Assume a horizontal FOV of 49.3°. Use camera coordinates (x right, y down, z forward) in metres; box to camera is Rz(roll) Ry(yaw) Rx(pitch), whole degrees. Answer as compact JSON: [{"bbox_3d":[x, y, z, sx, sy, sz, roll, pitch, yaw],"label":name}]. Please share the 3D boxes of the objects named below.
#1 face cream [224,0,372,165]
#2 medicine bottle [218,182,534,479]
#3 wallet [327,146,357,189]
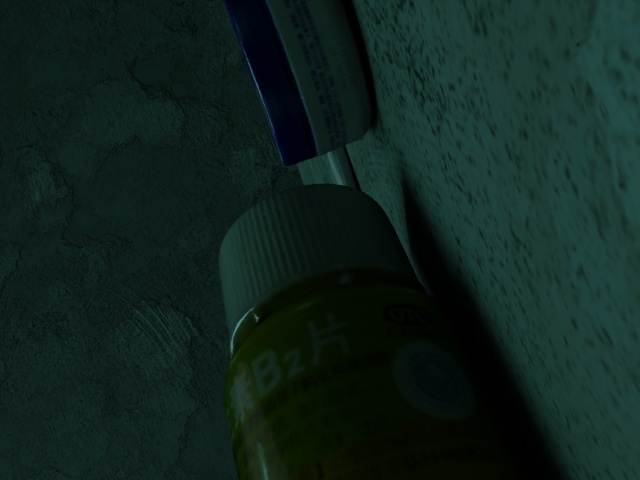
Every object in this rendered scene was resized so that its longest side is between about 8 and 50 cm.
[{"bbox_3d":[-0.023,-0.190,0.734,0.206,0.111,0.206,162,90,-89],"label":"face cream"},{"bbox_3d":[0.032,0.144,0.604,0.224,0.224,0.384,74,178,-49],"label":"medicine bottle"},{"bbox_3d":[0.049,-0.055,1.083,0.095,0.033,0.190,74,179,-73],"label":"wallet"}]
